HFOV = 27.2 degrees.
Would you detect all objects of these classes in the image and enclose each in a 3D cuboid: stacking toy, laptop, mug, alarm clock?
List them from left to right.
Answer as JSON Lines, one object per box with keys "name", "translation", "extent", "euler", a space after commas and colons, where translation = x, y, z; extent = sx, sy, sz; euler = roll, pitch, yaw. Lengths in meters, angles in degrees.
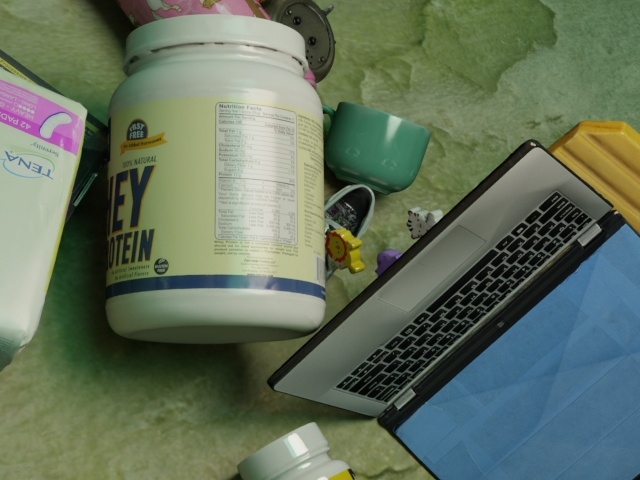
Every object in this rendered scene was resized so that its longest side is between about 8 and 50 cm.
{"name": "alarm clock", "translation": [-0.047, -0.256, 1.779], "extent": [0.129, 0.064, 0.192], "euler": [52, 53, -23]}
{"name": "mug", "translation": [0.062, -0.119, 1.756], "extent": [0.129, 0.158, 0.097], "euler": [18, 90, -35]}
{"name": "stacking toy", "translation": [0.090, 0.076, 1.640], "extent": [0.167, 0.052, 0.221], "euler": [-19, 107, -41]}
{"name": "laptop", "translation": [0.230, 0.148, 1.467], "extent": [0.236, 0.382, 0.408], "euler": [54, 15, 30]}

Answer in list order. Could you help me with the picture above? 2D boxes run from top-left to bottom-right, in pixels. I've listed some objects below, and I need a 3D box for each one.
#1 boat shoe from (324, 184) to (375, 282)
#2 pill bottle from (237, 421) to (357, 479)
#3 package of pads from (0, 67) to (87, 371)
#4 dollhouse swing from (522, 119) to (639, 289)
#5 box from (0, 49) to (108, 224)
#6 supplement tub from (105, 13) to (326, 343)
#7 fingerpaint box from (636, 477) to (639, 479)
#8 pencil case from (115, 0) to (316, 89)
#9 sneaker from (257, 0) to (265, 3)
{"name": "boat shoe", "translation": [0.001, 0.000, 1.646], "extent": [0.079, 0.081, 0.227], "euler": [43, 44, -6]}
{"name": "pill bottle", "translation": [0.002, 0.308, 1.409], "extent": [0.119, 0.119, 0.208], "euler": [-19, 74, -43]}
{"name": "package of pads", "translation": [-0.356, -0.040, 1.257], "extent": [0.229, 0.101, 0.296], "euler": [24, 53, -23]}
{"name": "dollhouse swing", "translation": [0.375, 0.081, 1.680], "extent": [0.305, 0.347, 0.315], "euler": [27, 46, -23]}
{"name": "box", "translation": [-0.443, -0.107, 1.370], "extent": [0.395, 0.097, 0.318], "euler": [36, 47, -13]}
{"name": "supplement tub", "translation": [-0.113, -0.058, 1.432], "extent": [0.235, 0.235, 0.324], "euler": [6, 78, -35]}
{"name": "fingerpaint box", "translation": [0.490, 0.418, 1.529], "extent": [0.163, 0.371, 0.444], "euler": [40, 46, -11]}
{"name": "pencil case", "translation": [-0.173, -0.293, 1.652], "extent": [0.386, 0.167, 0.160], "euler": [53, 23, 5]}
{"name": "sneaker", "translation": [-0.101, -0.373, 1.851], "extent": [0.067, 0.064, 0.175], "euler": [5, 55, -2]}
